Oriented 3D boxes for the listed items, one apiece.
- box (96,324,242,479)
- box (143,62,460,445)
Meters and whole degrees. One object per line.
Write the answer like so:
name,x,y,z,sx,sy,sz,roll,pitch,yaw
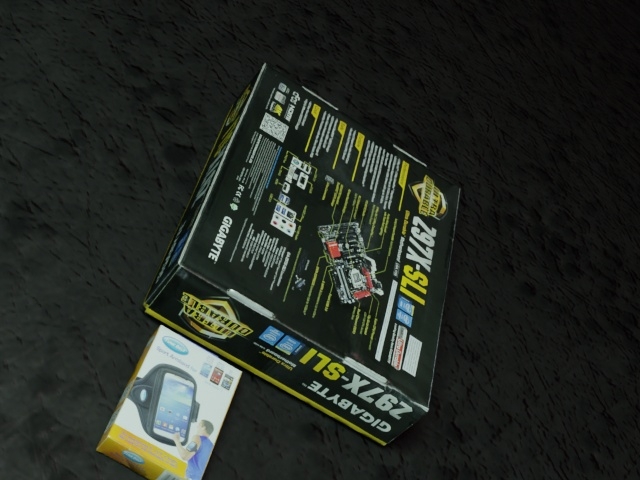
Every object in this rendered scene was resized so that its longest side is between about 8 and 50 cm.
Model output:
box,-0.116,0.129,0.826,0.081,0.028,0.136,32,44,-12
box,0.000,0.000,0.989,0.257,0.079,0.322,32,41,-15
